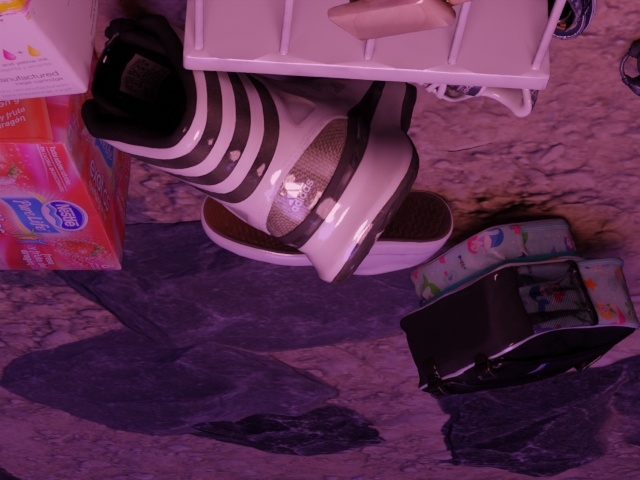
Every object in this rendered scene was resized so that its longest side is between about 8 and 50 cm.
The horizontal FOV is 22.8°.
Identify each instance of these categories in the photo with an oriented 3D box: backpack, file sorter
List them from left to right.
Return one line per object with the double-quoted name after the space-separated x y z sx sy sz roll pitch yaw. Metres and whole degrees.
0.042 -0.244 1.171 0.278 0.192 0.173 3 154 -2 "file sorter"
0.243 0.082 1.891 0.253 0.191 0.225 0 160 -33 "backpack"

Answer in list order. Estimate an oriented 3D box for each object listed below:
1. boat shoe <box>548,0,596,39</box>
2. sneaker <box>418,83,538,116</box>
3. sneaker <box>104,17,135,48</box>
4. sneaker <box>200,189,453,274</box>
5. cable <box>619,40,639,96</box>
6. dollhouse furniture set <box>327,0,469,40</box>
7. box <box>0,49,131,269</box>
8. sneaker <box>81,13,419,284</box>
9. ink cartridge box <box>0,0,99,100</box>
0.202 -0.205 1.381 0.065 0.083 0.183 -5 156 16 "boat shoe"
0.097 -0.181 1.432 0.235 0.094 0.090 12 156 -19 "sneaker"
-0.125 -0.158 1.533 0.106 0.078 0.234 -10 157 16 "sneaker"
0.000 0.000 1.841 0.290 0.106 0.123 5 154 -10 "sneaker"
0.389 -0.167 1.517 0.184 0.047 0.150 19 147 -28 "cable"
0.035 -0.308 0.902 0.198 0.286 0.303 -11 165 26 "dollhouse furniture set"
-0.286 -0.094 1.593 0.142 0.154 0.300 0 155 4 "box"
-0.061 -0.124 1.387 0.257 0.169 0.447 32 -171 -9 "sneaker"
-0.293 -0.234 1.244 0.171 0.168 0.232 -4 155 15 "ink cartridge box"
